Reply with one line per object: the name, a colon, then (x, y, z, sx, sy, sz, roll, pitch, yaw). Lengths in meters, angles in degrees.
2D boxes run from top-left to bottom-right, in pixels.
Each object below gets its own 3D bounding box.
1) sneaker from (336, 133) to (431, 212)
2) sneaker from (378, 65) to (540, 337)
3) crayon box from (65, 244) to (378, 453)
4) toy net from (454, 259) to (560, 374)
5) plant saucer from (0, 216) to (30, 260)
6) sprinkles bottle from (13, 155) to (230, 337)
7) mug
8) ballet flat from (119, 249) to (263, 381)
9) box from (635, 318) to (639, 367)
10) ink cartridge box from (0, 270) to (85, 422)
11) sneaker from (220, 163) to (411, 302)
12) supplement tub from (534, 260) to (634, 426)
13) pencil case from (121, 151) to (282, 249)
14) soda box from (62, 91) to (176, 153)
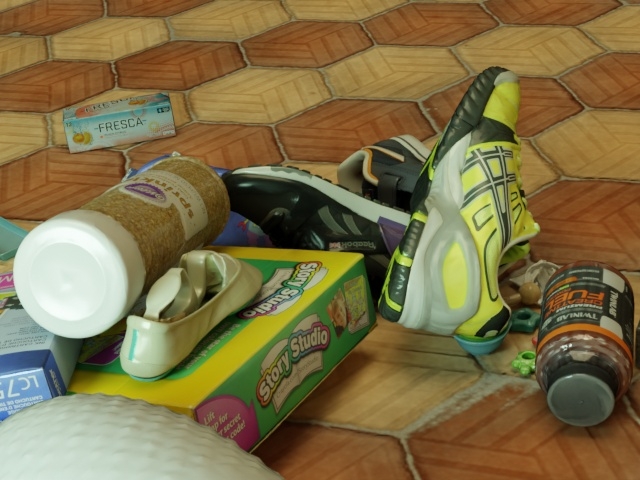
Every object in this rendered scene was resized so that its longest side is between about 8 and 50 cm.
sneaker: (0.136, -0.046, 1.707, 0.127, 0.126, 0.321, -19, 26, -21)
sneaker: (0.187, -0.042, 1.527, 0.147, 0.145, 0.385, 22, 60, -1)
crayon box: (-0.158, 0.122, 1.421, 0.313, 0.106, 0.363, 3, 25, 30)
toy net: (0.252, 0.077, 1.534, 0.122, 0.045, 0.232, 12, 33, 30)
plant saucer: (-0.492, -0.012, 1.887, 0.067, 0.018, 0.192, -28, 36, -35)
sprinkles bottle: (-0.203, -0.004, 1.385, 0.121, 0.121, 0.355, 0, 14, 13)
mug: (-0.122, 0.273, 1.065, 0.374, 0.276, 0.328, 7, 12, -37)
ballet flat: (-0.129, 0.055, 1.317, 0.086, 0.086, 0.248, 5, 25, 20)
box: (0.477, 0.075, 1.478, 0.183, 0.056, 0.231, 7, 31, 23)
ink cartridge box: (-0.342, 0.119, 1.301, 0.185, 0.065, 0.311, -11, 25, 4)
sneaker: (0.000, 0.000, 1.566, 0.283, 0.107, 0.124, 18, 66, -11)
supplement tub: (0.289, 0.114, 1.392, 0.106, 0.106, 0.198, 1, 32, 13)
pencil case: (-0.120, -0.042, 1.746, 0.306, 0.133, 0.119, 10, 3, 27)
soda box: (-0.339, -0.199, 2.147, 0.183, 0.063, 0.058, -10, 29, -7)
